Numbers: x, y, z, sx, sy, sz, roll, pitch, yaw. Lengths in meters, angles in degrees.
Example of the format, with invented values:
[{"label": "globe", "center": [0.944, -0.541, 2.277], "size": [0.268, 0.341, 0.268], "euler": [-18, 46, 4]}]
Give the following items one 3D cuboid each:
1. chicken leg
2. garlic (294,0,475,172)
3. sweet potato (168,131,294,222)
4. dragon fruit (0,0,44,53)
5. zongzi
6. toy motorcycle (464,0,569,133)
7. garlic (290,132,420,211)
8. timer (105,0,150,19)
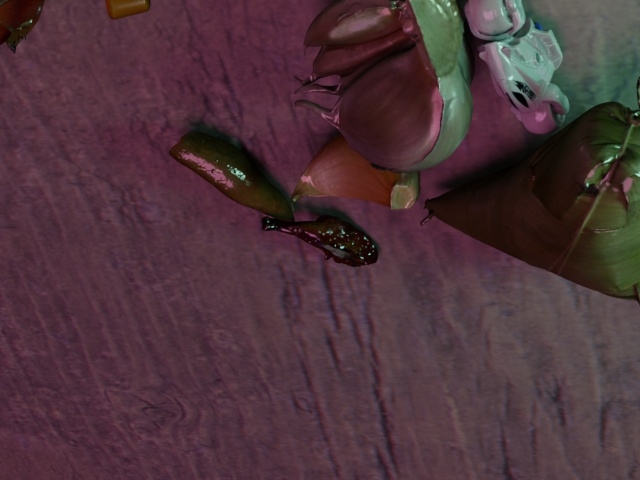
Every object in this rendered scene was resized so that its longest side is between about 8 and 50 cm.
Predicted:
[{"label": "chicken leg", "center": [0.005, -0.002, 2.216], "size": [0.205, 0.053, 0.093], "euler": [32, 142, -27]}, {"label": "garlic", "center": [0.093, -0.220, 1.825], "size": [0.237, 0.210, 0.292], "euler": [29, 145, -19]}, {"label": "sweet potato", "center": [-0.128, -0.102, 2.176], "size": [0.243, 0.077, 0.077], "euler": [32, 140, -21]}, {"label": "dragon fruit", "center": [-0.506, -0.376, 1.925], "size": [0.250, 0.250, 0.315], "euler": [22, 127, 1]}, {"label": "zongzi", "center": [0.304, -0.097, 1.839], "size": [0.418, 0.181, 0.447], "euler": [15, 154, 21]}, {"label": "toy motorcycle", "center": [0.260, -0.233, 1.810], "size": [0.112, 0.112, 0.254], "euler": [-7, 133, 31]}, {"label": "garlic", "center": [0.067, -0.104, 2.050], "size": [0.206, 0.128, 0.115], "euler": [-1, 177, 35]}, {"label": "timer", "center": [-0.224, -0.379, 1.888], "size": [0.152, 0.132, 0.132], "euler": [-5, 138, -4]}]
